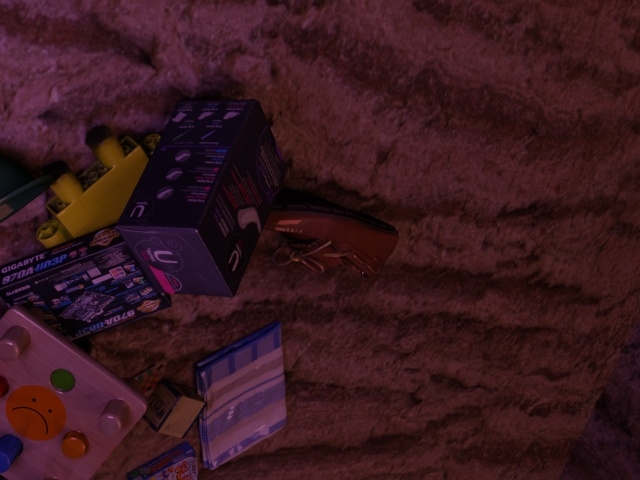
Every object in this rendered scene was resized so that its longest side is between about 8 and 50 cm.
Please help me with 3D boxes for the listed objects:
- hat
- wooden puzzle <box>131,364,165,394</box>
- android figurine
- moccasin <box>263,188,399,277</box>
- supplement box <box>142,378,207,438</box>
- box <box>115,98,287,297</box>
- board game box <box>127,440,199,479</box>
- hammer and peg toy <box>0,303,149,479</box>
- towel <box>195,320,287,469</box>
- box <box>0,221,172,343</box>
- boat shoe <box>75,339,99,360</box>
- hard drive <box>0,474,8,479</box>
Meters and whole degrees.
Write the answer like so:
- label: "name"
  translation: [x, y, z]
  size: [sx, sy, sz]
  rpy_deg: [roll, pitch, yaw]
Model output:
- label: "hat"
  translation: [-0.495, -0.114, 1.562]
  size: [0.173, 0.183, 0.208]
  rpy_deg: [-34, -177, -4]
- label: "wooden puzzle"
  translation: [-0.315, 0.253, 2.035]
  size: [0.083, 0.006, 0.049]
  rpy_deg: [-31, 136, -24]
- label: "android figurine"
  translation: [-0.317, -0.051, 1.762]
  size: [0.248, 0.056, 0.273]
  rpy_deg: [-44, 140, -11]
- label: "moccasin"
  translation: [-0.002, -0.001, 2.061]
  size: [0.380, 0.139, 0.147]
  rpy_deg: [16, 98, -59]
- label: "supplement box"
  translation: [-0.271, 0.310, 2.081]
  size: [0.083, 0.056, 0.083]
  rpy_deg: [-56, 141, 5]
- label: "box"
  translation: [-0.175, -0.068, 1.725]
  size: [0.165, 0.143, 0.270]
  rpy_deg: [66, 34, -45]
- label: "board game box"
  translation: [-0.302, 0.501, 2.213]
  size: [0.136, 0.035, 0.201]
  rpy_deg: [-27, 135, -28]
- label: "hammer and peg toy"
  translation: [-0.471, 0.228, 1.695]
  size: [0.266, 0.361, 0.127]
  rpy_deg: [-50, -172, 19]
- label: "towel"
  translation: [-0.151, 0.308, 2.218]
  size: [0.209, 0.034, 0.285]
  rpy_deg: [-26, 134, -30]
- label: "box"
  translation: [-0.363, 0.074, 1.745]
  size: [0.220, 0.051, 0.175]
  rpy_deg: [-21, 138, 3]
- label: "boat shoe"
  translation: [-0.412, 0.258, 1.855]
  size: [0.190, 0.068, 0.072]
  rpy_deg: [-63, 152, -24]
- label: "hard drive"
  translation: [-0.534, 0.341, 1.847]
  size: [0.255, 0.054, 0.172]
  rpy_deg: [0, 118, -44]
